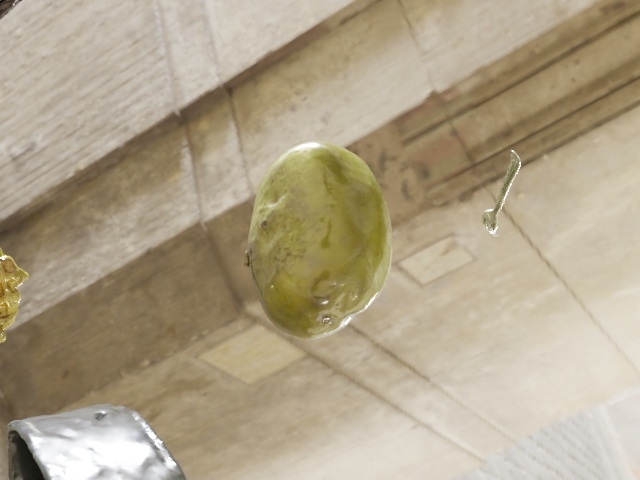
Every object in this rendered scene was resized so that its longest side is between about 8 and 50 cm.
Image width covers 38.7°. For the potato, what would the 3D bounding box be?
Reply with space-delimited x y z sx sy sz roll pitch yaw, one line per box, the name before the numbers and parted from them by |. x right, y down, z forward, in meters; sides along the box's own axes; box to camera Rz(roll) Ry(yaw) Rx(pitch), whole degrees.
potato | -0.002 0.000 1.136 0.148 0.197 0.228 49 15 -58

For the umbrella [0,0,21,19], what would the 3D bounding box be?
umbrella | -0.236 -0.187 0.700 0.013 0.122 0.022 46 18 -21

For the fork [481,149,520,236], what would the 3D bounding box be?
fork | 0.285 -0.068 1.438 0.034 0.028 0.219 60 -17 28

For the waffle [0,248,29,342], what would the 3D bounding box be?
waffle | -0.762 0.117 1.870 0.282 0.300 0.058 51 -13 -4

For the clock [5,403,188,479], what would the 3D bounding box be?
clock | -0.086 0.214 0.446 0.055 0.280 0.281 -16 74 -26
